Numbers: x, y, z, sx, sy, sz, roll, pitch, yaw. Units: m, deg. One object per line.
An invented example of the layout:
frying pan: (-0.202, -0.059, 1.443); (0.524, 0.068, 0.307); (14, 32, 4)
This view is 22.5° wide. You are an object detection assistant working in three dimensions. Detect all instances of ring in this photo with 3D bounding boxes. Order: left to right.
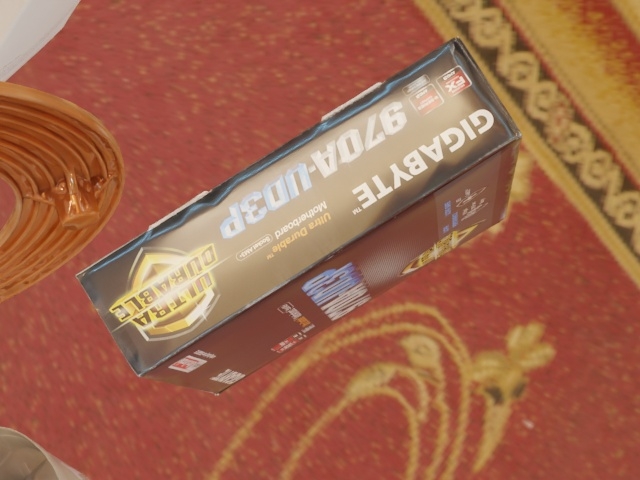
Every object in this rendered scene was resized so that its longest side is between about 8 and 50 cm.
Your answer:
ring: (-0.258, 0.014, 0.810); (0.337, 0.336, 0.032); (-14, 70, -14)

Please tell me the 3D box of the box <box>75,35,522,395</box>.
box: (0.000, 0.000, 0.711); (0.175, 0.220, 0.051); (-32, 81, -1)

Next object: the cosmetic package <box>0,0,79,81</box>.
cosmetic package: (-0.284, -0.275, 1.458); (0.155, 0.365, 0.197); (43, 54, -4)

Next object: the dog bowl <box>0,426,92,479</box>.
dog bowl: (-0.302, 0.349, 1.462); (0.102, 0.349, 0.348); (28, 89, -40)
